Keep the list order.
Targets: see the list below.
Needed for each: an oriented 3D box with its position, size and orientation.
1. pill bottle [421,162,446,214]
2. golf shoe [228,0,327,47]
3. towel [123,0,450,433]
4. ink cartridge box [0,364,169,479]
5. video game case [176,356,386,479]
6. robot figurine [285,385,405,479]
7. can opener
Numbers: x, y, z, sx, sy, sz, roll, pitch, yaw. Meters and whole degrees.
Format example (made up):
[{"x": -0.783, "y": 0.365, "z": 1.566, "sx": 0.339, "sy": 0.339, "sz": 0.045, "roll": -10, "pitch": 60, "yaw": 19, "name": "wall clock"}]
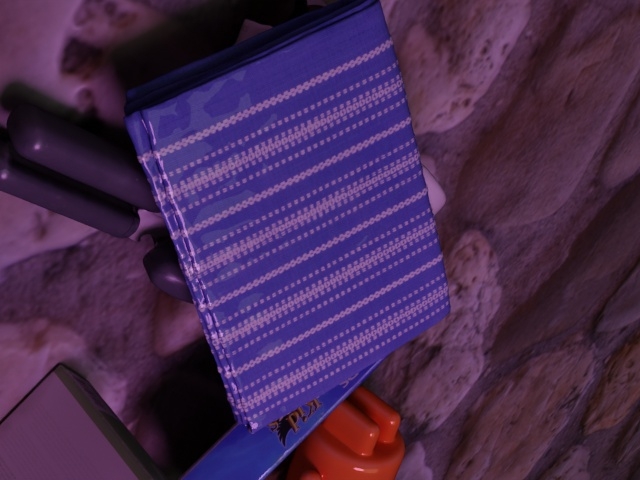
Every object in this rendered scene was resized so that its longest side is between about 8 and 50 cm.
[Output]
[{"x": 0.000, "y": 0.000, "z": 1.114, "sx": 0.229, "sy": 0.131, "sz": 0.131, "roll": -48, "pitch": 145, "yaw": -1, "name": "pill bottle"}, {"x": -0.064, "y": -0.137, "z": 0.985, "sx": 0.198, "sy": 0.077, "sz": 0.094, "roll": -37, "pitch": 121, "yaw": -14, "name": "golf shoe"}, {"x": -0.015, "y": -0.020, "z": 0.997, "sx": 0.243, "sy": 0.040, "sz": 0.336, "roll": -28, "pitch": 122, "yaw": -20, "name": "towel"}, {"x": -0.262, "y": 0.250, "z": 1.034, "sx": 0.235, "sy": 0.171, "sz": 0.056, "roll": -46, "pitch": 145, "yaw": -4, "name": "ink cartridge box"}, {"x": -0.034, "y": 0.180, "z": 1.212, "sx": 0.269, "sy": 0.061, "sz": 0.244, "roll": -44, "pitch": 176, "yaw": -7, "name": "video game case"}, {"x": 0.027, "y": 0.284, "z": 1.412, "sx": 0.128, "sy": 0.158, "sz": 0.219, "roll": 16, "pitch": 118, "yaw": -7, "name": "robot figurine"}, {"x": -0.153, "y": -0.018, "z": 0.956, "sx": 0.076, "sy": 0.095, "sz": 0.283, "roll": -36, "pitch": 148, "yaw": 19, "name": "can opener"}]
